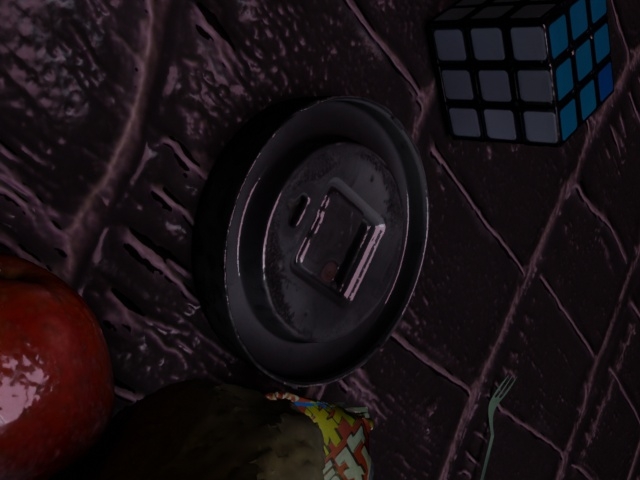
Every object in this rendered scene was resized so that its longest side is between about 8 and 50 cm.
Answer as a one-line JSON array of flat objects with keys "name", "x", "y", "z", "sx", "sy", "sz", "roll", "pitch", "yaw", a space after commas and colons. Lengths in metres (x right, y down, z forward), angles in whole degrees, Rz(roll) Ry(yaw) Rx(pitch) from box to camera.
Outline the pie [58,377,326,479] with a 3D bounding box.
[{"name": "pie", "x": -0.124, "y": 0.276, "z": 0.466, "sx": 0.180, "sy": 0.418, "sz": 0.395, "roll": 32, "pitch": 36, "yaw": -18}]

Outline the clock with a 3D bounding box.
[{"name": "clock", "x": 0.002, "y": 0.001, "z": 0.802, "sx": 0.312, "sy": 0.061, "sz": 0.313, "roll": -14, "pitch": 110, "yaw": -43}]

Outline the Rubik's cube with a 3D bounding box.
[{"name": "Rubik's cube", "x": 0.250, "y": -0.224, "z": 0.931, "sx": 0.162, "sy": 0.163, "sz": 0.161, "roll": -42, "pitch": 128, "yaw": -35}]

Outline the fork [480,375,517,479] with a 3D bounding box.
[{"name": "fork", "x": 0.262, "y": 0.323, "z": 1.188, "sx": 0.039, "sy": 0.021, "sz": 0.235, "roll": 17, "pitch": 89, "yaw": -43}]

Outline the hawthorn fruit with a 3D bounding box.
[{"name": "hawthorn fruit", "x": -0.229, "y": 0.089, "z": 0.515, "sx": 0.173, "sy": 0.173, "sz": 0.173, "roll": -14, "pitch": 110, "yaw": -43}]

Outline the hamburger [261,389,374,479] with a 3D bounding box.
[{"name": "hamburger", "x": -0.042, "y": 0.288, "z": 0.760, "sx": 0.260, "sy": 0.150, "sz": 0.276, "roll": 2, "pitch": 70, "yaw": -51}]
